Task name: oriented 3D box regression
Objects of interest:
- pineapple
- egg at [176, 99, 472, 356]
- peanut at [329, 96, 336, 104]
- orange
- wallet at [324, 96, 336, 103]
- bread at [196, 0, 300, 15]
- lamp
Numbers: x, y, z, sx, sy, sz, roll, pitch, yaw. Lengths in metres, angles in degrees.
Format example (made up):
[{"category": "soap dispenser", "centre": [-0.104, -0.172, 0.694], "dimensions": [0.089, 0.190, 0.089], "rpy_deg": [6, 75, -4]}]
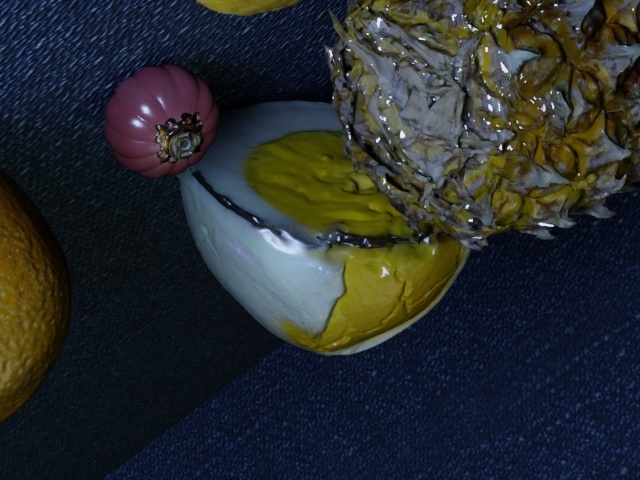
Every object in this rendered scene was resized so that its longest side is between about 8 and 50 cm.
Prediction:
[{"category": "pineapple", "centre": [0.179, -0.169, 1.822], "dimensions": [0.300, 0.352, 0.352], "rpy_deg": [-22, 165, -45]}, {"category": "egg", "centre": [0.000, 0.000, 2.011], "dimensions": [0.337, 0.337, 0.201], "rpy_deg": [-23, 135, -51]}, {"category": "peanut", "centre": [0.069, -0.119, 2.193], "dimensions": [0.319, 0.147, 0.147], "rpy_deg": [-46, 167, 17]}, {"category": "orange", "centre": [-0.325, 0.046, 1.501], "dimensions": [0.264, 0.264, 0.264], "rpy_deg": [-33, 170, -6]}, {"category": "wallet", "centre": [-0.050, -0.107, 2.288], "dimensions": [0.232, 0.025, 0.119], "rpy_deg": [-32, 170, -17]}, {"category": "bread", "centre": [0.018, -0.292, 1.190], "dimensions": [0.236, 0.165, 0.375], "rpy_deg": [-28, 170, -20]}, {"category": "lamp", "centre": [-0.144, -0.108, 1.761], "dimensions": [0.107, 0.092, 0.107], "rpy_deg": [-19, 131, -23]}]
